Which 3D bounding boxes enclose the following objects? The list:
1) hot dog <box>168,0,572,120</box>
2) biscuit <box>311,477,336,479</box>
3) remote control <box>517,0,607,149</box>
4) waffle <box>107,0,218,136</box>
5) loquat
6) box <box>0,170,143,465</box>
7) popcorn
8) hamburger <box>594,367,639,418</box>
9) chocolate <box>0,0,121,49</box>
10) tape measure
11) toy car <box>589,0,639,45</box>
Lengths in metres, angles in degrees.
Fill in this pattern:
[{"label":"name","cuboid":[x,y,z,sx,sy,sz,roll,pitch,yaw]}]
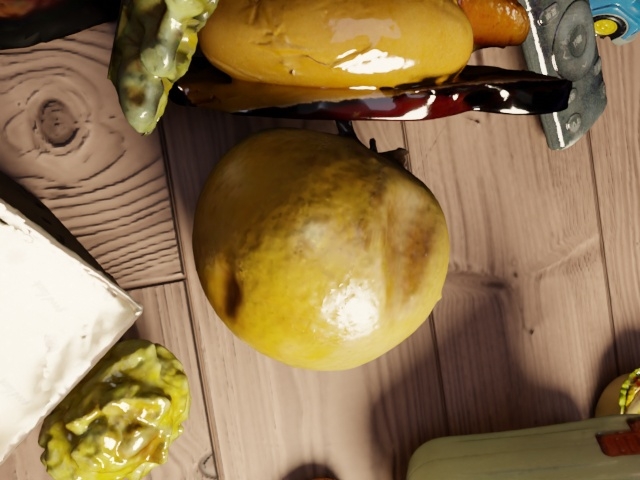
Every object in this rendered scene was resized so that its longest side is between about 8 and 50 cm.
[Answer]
[{"label":"hot dog","cuboid":[0.032,-0.179,0.424,0.326,0.194,0.107,-6,123,-14]},{"label":"biscuit","cuboid":[-0.056,0.317,0.489,0.192,0.036,0.186,13,83,-17]},{"label":"remote control","cuboid":[0.218,-0.270,0.503,0.107,0.044,0.377,-42,123,-15]},{"label":"waffle","cuboid":[-0.101,-0.192,0.357,0.054,0.223,0.204,23,108,-30]},{"label":"loquat","cuboid":[0.005,0.003,0.419,0.213,0.213,0.213,0,90,-18]},{"label":"box","cuboid":[-0.310,0.056,0.284,0.297,0.190,0.225,-50,141,-13]},{"label":"popcorn","cuboid":[-0.159,0.144,0.418,0.106,0.116,0.120,54,33,-19]},{"label":"hamburger","cuboid":[0.398,0.214,0.612,0.126,0.081,0.141,14,87,-17]},{"label":"chocolate","cuboid":[-0.251,-0.349,0.275,0.384,0.331,0.383,1,88,-19]},{"label":"tape measure","cuboid":[0.210,0.287,0.479,0.243,0.125,0.246,-14,98,18]},{"label":"toy car","cuboid":[0.324,-0.312,0.578,0.191,0.100,0.097,23,80,-21]}]
